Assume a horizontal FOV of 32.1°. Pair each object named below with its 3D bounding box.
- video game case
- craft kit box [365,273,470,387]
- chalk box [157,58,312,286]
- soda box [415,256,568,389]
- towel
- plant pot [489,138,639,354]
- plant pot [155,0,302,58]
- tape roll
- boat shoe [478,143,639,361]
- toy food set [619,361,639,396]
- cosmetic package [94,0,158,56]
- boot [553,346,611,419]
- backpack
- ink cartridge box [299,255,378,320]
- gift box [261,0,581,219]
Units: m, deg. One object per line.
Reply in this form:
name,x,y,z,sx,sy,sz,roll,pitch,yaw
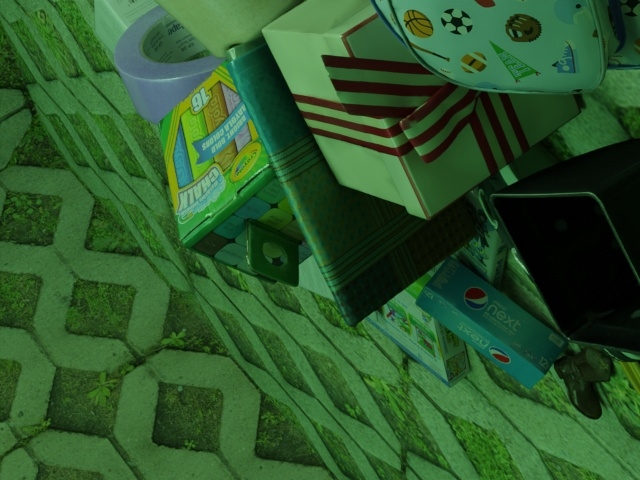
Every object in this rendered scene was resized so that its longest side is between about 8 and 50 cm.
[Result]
video game case,0.153,-0.061,1.663,0.329,0.036,0.300,47,160,28
craft kit box,0.145,0.101,1.936,0.250,0.061,0.246,38,157,43
chalk box,-0.077,-0.073,1.476,0.180,0.179,0.289,25,-143,-42
soda box,0.244,0.118,1.603,0.210,0.067,0.071,37,155,9
towel,0.048,-0.113,1.406,0.040,0.271,0.370,-8,110,51
plant pot,0.319,-0.009,1.123,0.188,0.167,0.187,61,162,-13
plant pot,-0.144,-0.417,1.422,0.305,0.334,0.334,48,164,-17
tape roll,-0.171,-0.288,1.702,0.275,0.275,0.090,36,154,46
boat shoe,0.289,0.021,1.301,0.302,0.114,0.091,65,147,24
toy food set,0.405,0.144,1.349,0.218,0.071,0.128,60,-175,-6
cosmetic package,-0.317,-0.408,2.061,0.151,0.151,0.183,52,163,8
boot,0.380,0.199,1.544,0.106,0.037,0.114,53,157,2
backpack,0.160,-0.250,0.961,0.263,0.213,0.276,8,133,38
ink cartridge box,0.000,0.000,1.968,0.239,0.060,0.275,22,147,29
gift box,0.098,-0.197,1.219,0.276,0.255,0.258,57,165,-26
